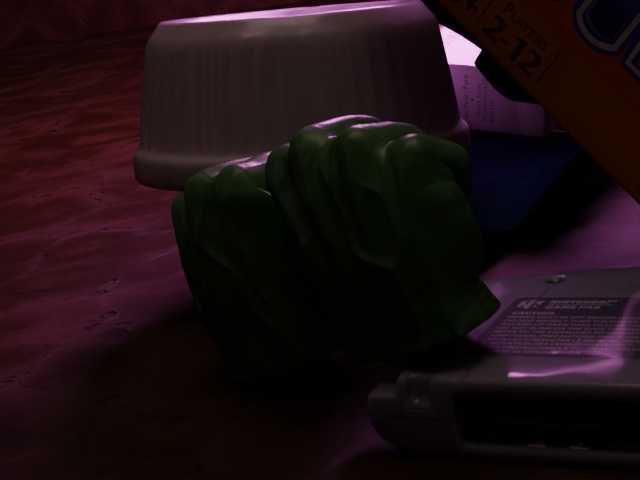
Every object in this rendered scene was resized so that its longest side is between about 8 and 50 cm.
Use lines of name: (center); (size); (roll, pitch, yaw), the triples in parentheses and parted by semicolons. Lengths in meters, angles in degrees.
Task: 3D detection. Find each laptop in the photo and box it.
laptop: (0.057, -0.069, 1.215); (0.234, 0.136, 0.264); (5, -11, 45)

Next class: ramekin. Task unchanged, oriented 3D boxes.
ramekin: (-0.018, -0.122, 1.152); (0.273, 0.127, 0.273); (-4, 10, 1)

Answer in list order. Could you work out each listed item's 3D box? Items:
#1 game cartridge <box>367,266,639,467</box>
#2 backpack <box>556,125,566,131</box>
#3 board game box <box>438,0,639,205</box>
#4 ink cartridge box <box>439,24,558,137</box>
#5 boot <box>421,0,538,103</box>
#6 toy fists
game cartridge: (0.198, 0.067, 0.831); (0.294, 0.060, 0.196); (-1, 22, 30)
backpack: (0.291, -0.145, 1.433); (0.120, 0.097, 0.101); (12, 24, 33)
board game box: (0.318, -0.259, 0.993); (0.356, 0.356, 0.356); (-18, -29, -51)
ink cartridge box: (0.137, -0.188, 1.370); (0.261, 0.066, 0.296); (7, 28, 24)
boot: (0.223, -0.219, 1.229); (0.281, 0.096, 0.264); (-6, 44, -36)
toy fists: (0.000, 0.000, 0.901); (0.096, 0.142, 0.279); (-29, 8, -32)
